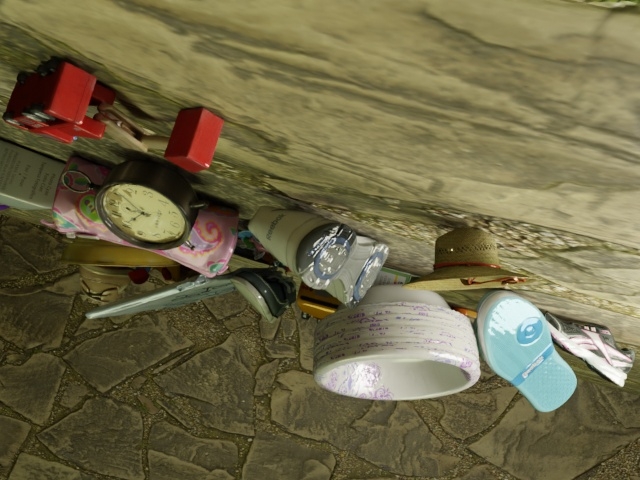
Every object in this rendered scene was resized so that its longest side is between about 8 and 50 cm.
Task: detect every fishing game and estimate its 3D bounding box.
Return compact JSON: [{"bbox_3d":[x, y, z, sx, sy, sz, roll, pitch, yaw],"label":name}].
[{"bbox_3d":[-0.096,0.031,1.030,0.264,0.041,0.189,32,169,-9],"label":"fishing game"}]

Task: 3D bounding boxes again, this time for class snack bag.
[{"bbox_3d":[-0.295,0.111,1.234,0.322,0.037,0.342,-17,173,21],"label":"snack bag"}]

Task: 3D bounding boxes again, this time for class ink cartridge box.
[{"bbox_3d":[-0.482,-0.077,1.059,0.384,0.091,0.308,23,168,-33],"label":"ink cartridge box"},{"bbox_3d":[0.121,0.089,1.086,0.209,0.062,0.109,14,169,11],"label":"ink cartridge box"}]

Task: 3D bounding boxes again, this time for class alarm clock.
[{"bbox_3d":[-0.249,-0.055,0.747,0.191,0.064,0.129,18,138,-13],"label":"alarm clock"}]

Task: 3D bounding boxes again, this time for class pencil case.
[{"bbox_3d":[-0.269,-0.032,0.866,0.283,0.124,0.124,17,171,-14],"label":"pencil case"}]

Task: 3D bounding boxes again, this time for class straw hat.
[{"bbox_3d":[0.159,0.019,0.609,0.144,0.061,0.144,-1,170,0],"label":"straw hat"}]

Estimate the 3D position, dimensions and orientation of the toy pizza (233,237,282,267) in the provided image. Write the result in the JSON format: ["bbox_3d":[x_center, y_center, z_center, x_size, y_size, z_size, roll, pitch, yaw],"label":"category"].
[{"bbox_3d":[-0.139,0.021,1.224,0.201,0.032,0.201,15,170,3],"label":"toy pizza"}]

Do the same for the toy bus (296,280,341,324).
[{"bbox_3d":[0.035,0.142,1.331,0.108,0.130,0.333,12,170,14],"label":"toy bus"}]

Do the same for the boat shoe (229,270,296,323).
[{"bbox_3d":[-0.103,0.097,1.130,0.116,0.099,0.319,46,171,10],"label":"boat shoe"}]

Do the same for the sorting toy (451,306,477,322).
[{"bbox_3d":[0.301,0.176,1.394,0.192,0.038,0.208,17,175,-5],"label":"sorting toy"}]

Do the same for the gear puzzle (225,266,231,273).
[{"bbox_3d":[-0.437,0.021,1.735,0.175,0.044,0.339,11,167,38],"label":"gear puzzle"}]

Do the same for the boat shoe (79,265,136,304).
[{"bbox_3d":[-0.523,0.105,1.357,0.121,0.110,0.341,21,169,-8],"label":"boat shoe"}]

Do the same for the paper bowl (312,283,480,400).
[{"bbox_3d":[0.129,0.176,0.977,0.283,0.148,0.284,2,151,1],"label":"paper bowl"}]

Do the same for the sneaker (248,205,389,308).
[{"bbox_3d":[0.008,0.013,0.795,0.129,0.111,0.297,31,176,27],"label":"sneaker"}]

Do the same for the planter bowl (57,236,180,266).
[{"bbox_3d":[-0.370,-0.002,1.038,0.216,0.091,0.217,2,180,0],"label":"planter bowl"}]

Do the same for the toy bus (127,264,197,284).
[{"bbox_3d":[-0.335,0.003,1.219,0.201,0.105,0.191,2,-148,-9],"label":"toy bus"}]

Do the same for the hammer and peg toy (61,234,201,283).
[{"bbox_3d":[-0.474,0.009,1.445,0.361,0.128,0.265,25,168,-29],"label":"hammer and peg toy"}]

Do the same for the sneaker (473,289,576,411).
[{"bbox_3d":[0.333,0.171,1.041,0.319,0.127,0.208,52,180,-33],"label":"sneaker"}]

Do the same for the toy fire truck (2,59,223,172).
[{"bbox_3d":[-0.193,-0.108,0.507,0.135,0.047,0.192,23,169,-42],"label":"toy fire truck"}]

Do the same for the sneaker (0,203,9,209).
[{"bbox_3d":[-0.779,-0.132,1.198,0.146,0.102,0.293,8,168,37],"label":"sneaker"}]

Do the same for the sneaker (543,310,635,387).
[{"bbox_3d":[0.479,0.178,1.001,0.178,0.077,0.072,37,178,4],"label":"sneaker"}]
